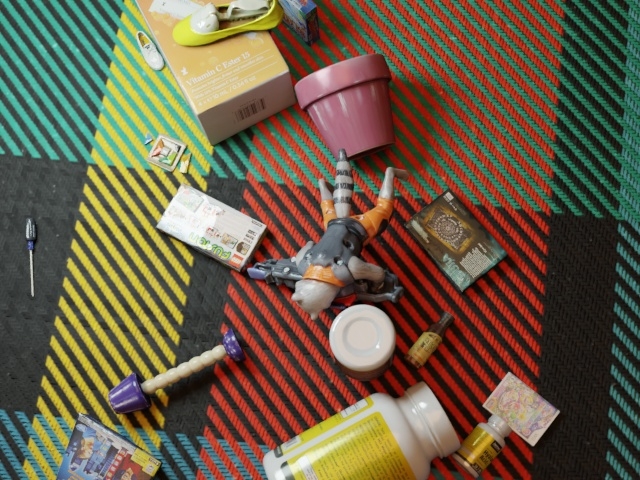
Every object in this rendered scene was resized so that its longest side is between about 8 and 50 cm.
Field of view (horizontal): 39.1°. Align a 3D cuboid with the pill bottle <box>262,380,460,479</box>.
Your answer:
[{"bbox_3d":[0.079,0.400,1.658,0.334,0.188,0.188,-28,74,-4],"label":"pill bottle"}]

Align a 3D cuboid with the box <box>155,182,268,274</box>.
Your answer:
[{"bbox_3d":[-0.226,-0.025,1.880,0.207,0.036,0.114,28,78,11],"label":"box"}]

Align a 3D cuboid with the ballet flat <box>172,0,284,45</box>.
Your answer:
[{"bbox_3d":[-0.188,-0.448,1.802,0.231,0.077,0.077,-10,74,0],"label":"ballet flat"}]

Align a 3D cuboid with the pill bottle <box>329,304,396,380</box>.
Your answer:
[{"bbox_3d":[0.081,0.200,1.701,0.121,0.216,0.121,-1,73,3],"label":"pill bottle"}]

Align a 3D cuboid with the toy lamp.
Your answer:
[{"bbox_3d":[-0.285,0.263,1.782,0.275,0.080,0.080,-25,74,-6],"label":"toy lamp"}]

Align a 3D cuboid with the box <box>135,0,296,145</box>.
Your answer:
[{"bbox_3d":[-0.227,-0.416,1.924,0.215,0.168,0.345,-28,74,-5],"label":"box"}]

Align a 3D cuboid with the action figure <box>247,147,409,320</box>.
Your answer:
[{"bbox_3d":[0.000,0.000,1.760,0.341,0.178,0.330,1,54,24],"label":"action figure"}]

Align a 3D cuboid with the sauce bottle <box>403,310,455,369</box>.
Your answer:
[{"bbox_3d":[0.217,0.196,1.784,0.042,0.042,0.128,36,81,13],"label":"sauce bottle"}]

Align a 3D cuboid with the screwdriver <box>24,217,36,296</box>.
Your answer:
[{"bbox_3d":[-0.609,0.033,1.895,0.024,0.025,0.170,-7,73,2],"label":"screwdriver"}]

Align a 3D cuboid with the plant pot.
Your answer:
[{"bbox_3d":[0.066,-0.264,1.859,0.201,0.201,0.180,-18,90,-2],"label":"plant pot"}]

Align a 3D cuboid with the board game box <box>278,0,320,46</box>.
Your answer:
[{"bbox_3d":[-0.083,-0.528,1.964,0.035,0.136,0.201,-42,75,-9],"label":"board game box"}]

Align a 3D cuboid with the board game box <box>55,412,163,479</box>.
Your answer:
[{"bbox_3d":[-0.432,0.466,1.740,0.194,0.060,0.194,29,79,11],"label":"board game box"}]

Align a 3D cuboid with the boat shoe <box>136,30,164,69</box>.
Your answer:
[{"bbox_3d":[-0.381,-0.424,2.005,0.035,0.035,0.100,-27,74,-4],"label":"boat shoe"}]

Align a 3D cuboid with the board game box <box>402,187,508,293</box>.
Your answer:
[{"bbox_3d":[0.275,0.000,1.844,0.126,0.026,0.186,-38,75,-7],"label":"board game box"}]

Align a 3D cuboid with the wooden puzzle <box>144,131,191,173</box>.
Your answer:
[{"bbox_3d":[-0.332,-0.191,1.946,0.116,0.014,0.078,17,76,9],"label":"wooden puzzle"}]

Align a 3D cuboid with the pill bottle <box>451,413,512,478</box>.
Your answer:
[{"bbox_3d":[0.308,0.388,1.710,0.065,0.065,0.116,41,80,13],"label":"pill bottle"}]

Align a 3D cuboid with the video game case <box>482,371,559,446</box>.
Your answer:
[{"bbox_3d":[0.389,0.327,1.750,0.122,0.011,0.087,38,80,13],"label":"video game case"}]
